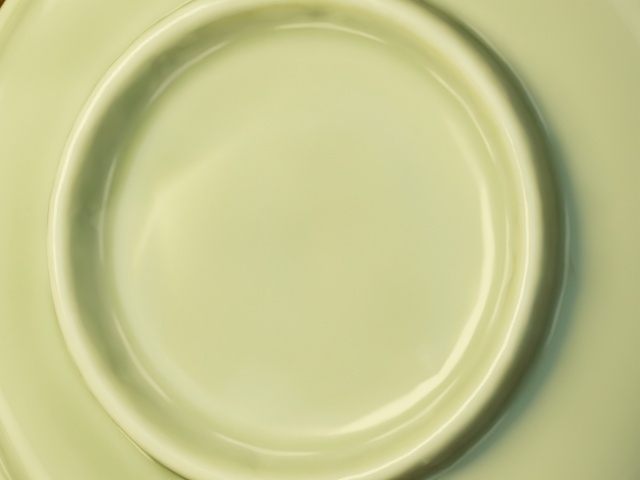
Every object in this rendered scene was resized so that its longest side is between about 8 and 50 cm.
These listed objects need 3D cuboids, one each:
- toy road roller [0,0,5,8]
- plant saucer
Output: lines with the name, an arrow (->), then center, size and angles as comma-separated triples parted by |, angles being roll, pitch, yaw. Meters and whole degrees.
toy road roller -> -0.175, -0.271, 1.013 | 0.202, 0.240, 0.329 | 29, 126, 21
plant saucer -> 0.000, 0.000, 0.832 | 0.400, 0.100, 0.400 | -1, 87, 18
